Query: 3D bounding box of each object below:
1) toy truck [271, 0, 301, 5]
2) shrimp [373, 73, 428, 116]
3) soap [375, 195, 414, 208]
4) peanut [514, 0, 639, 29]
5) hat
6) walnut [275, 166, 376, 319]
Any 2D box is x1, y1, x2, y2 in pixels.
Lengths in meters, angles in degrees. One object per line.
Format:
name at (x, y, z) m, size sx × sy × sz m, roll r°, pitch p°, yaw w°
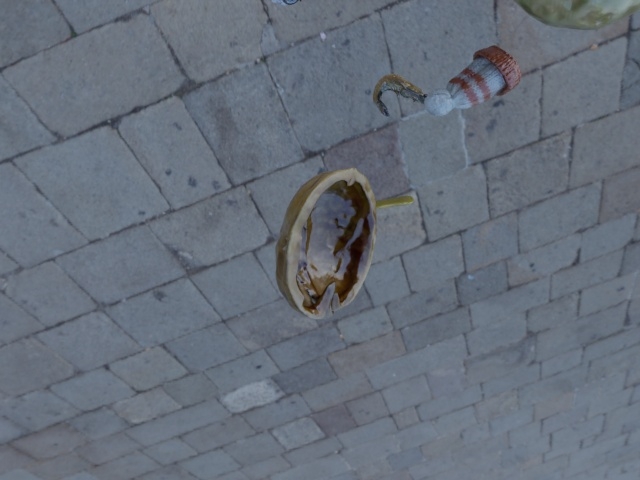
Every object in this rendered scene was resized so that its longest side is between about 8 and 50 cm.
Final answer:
toy truck at (-0.053, -0.587, 0.941) m, size 0.124 × 0.114 × 0.253 m, roll -4°, pitch 159°, yaw -38°
shrimp at (0.293, -0.516, 1.772) m, size 0.152 × 0.219 × 0.046 m, roll -60°, pitch 167°, yaw 1°
soap at (0.152, -0.080, 1.019) m, size 0.089 × 0.034 × 0.012 m, roll -8°, pitch 123°, yaw 7°
peanut at (0.281, -0.433, 0.662) m, size 0.192 × 0.387 × 0.169 m, roll -16°, pitch 147°, yaw -56°
hat at (0.268, -0.275, 0.881) m, size 0.162 × 0.112 × 0.093 m, roll -36°, pitch 96°, yaw 4°
walnut at (-0.001, -0.002, 0.672) m, size 0.167 × 0.087 × 0.211 m, roll 3°, pitch 102°, yaw -44°
